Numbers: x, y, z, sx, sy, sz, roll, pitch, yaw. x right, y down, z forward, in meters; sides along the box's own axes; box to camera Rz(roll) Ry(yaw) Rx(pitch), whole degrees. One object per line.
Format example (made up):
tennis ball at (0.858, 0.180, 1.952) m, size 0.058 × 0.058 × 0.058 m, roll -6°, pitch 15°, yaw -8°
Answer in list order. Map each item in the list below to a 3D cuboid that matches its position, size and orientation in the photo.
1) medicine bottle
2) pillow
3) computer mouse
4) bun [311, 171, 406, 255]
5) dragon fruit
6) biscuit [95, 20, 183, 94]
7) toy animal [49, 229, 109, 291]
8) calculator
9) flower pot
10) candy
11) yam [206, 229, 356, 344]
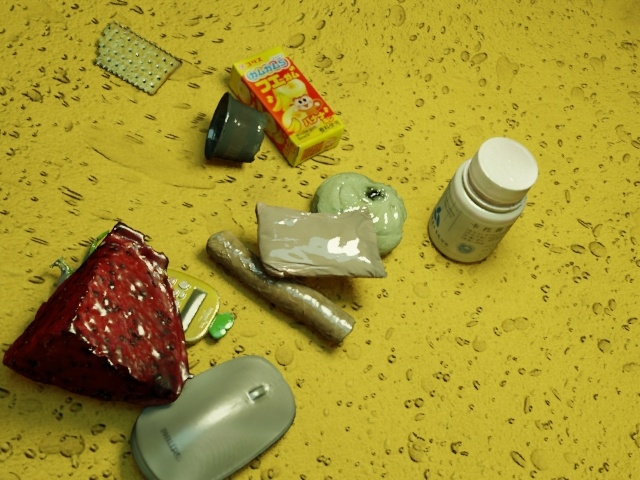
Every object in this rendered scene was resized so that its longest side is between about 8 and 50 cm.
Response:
medicine bottle at (0.356, -0.087, 1.973) m, size 0.170 × 0.293 × 0.170 m, roll 7°, pitch 57°, yaw -11°
pillow at (0.000, 0.000, 1.872) m, size 0.270 × 0.067 × 0.173 m, roll 1°, pitch 63°, yaw -7°
computer mouse at (-0.198, 0.342, 1.697) m, size 0.331 × 0.095 × 0.197 m, roll -30°, pitch 76°, yaw -27°
bun at (0.087, -0.065, 1.996) m, size 0.221 × 0.108 × 0.221 m, roll 6°, pitch 60°, yaw -11°
dragon fruit at (-0.405, 0.160, 1.738) m, size 0.286 × 0.228 × 0.329 m, roll 36°, pitch 37°, yaw -29°
biscuit at (-0.443, -0.430, 2.127) m, size 0.203 × 0.016 × 0.144 m, roll 29°, pitch 57°, yaw 2°
toy animal at (-0.497, 0.045, 1.813) m, size 0.075 × 0.041 × 0.217 m, roll 39°, pitch 52°, yaw -28°
calculator at (-0.289, 0.135, 1.828) m, size 0.235 × 0.032 × 0.146 m, roll 25°, pitch 58°, yaw 3°
flower pot at (-0.186, -0.243, 2.015) m, size 0.107 × 0.157 × 0.157 m, roll 16°, pitch 57°, yaw -21°
candy at (-0.081, -0.318, 2.116) m, size 0.146 × 0.088 × 0.276 m, roll -27°, pitch 69°, yaw -25°
yam at (-0.084, 0.095, 1.880) m, size 0.356 × 0.081 × 0.081 m, roll 36°, pitch 58°, yaw 7°
